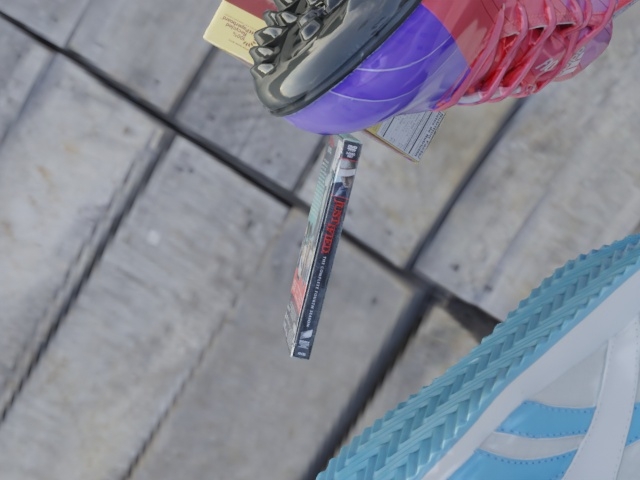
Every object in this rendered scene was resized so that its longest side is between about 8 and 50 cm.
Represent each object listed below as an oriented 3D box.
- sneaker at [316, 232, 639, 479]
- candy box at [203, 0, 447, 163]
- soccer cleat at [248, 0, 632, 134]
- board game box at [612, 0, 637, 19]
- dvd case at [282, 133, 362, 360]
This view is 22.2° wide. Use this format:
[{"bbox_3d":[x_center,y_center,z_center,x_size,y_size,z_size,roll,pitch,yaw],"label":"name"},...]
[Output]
[{"bbox_3d":[0.076,0.088,0.607,0.228,0.087,0.092,-36,98,-22],"label":"sneaker"},{"bbox_3d":[0.007,-0.123,1.213,0.109,0.186,0.053,31,92,29],"label":"candy box"},{"bbox_3d":[0.072,-0.103,0.673,0.108,0.318,0.116,-31,102,30],"label":"soccer cleat"},{"bbox_3d":[0.239,-0.278,0.932,0.347,0.208,0.056,-37,47,21],"label":"board game box"},{"bbox_3d":[0.000,0.000,0.894,0.013,0.087,0.120,12,96,-6],"label":"dvd case"}]
